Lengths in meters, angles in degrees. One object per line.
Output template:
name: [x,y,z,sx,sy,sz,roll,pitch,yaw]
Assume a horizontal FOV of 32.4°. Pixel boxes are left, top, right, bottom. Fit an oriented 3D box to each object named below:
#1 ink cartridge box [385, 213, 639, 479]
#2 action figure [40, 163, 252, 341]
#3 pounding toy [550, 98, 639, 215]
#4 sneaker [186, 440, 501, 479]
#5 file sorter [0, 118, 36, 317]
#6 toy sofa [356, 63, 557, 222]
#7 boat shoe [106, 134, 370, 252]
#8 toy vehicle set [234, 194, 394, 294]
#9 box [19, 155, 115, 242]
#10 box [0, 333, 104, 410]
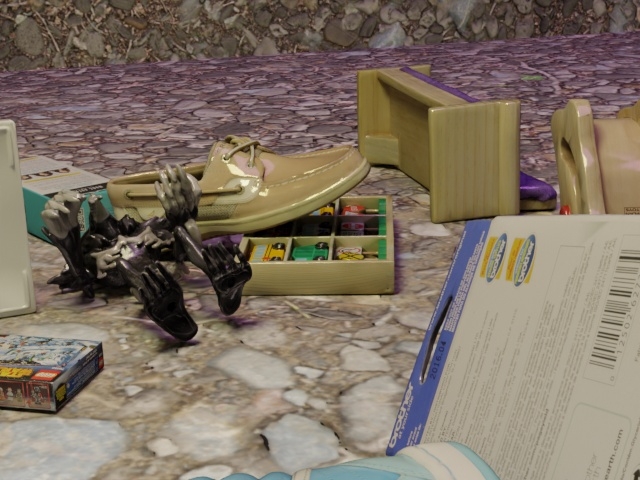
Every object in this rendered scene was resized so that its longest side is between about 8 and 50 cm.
ink cartridge box: [0.140,0.079,0.636,0.065,0.185,0.311,20,-5,-18]
action figure: [-0.182,-0.002,1.096,0.164,0.141,0.276,-25,28,-28]
pounding toy: [0.297,-0.002,0.986,0.155,0.269,0.154,-2,-23,0]
sneaker: [0.014,0.189,0.481,0.208,0.127,0.319,-3,7,-12]
file sorter: [-0.446,-0.020,1.091,0.278,0.192,0.173,-9,16,-22]
toy sofa: [0.178,-0.146,1.505,0.177,0.150,0.362,-7,18,-12]
boat shoe: [-0.096,-0.065,1.233,0.302,0.098,0.109,-14,16,16]
toy vehicle set: [0.000,0.000,1.238,0.166,0.035,0.267,-1,17,3]
box: [-0.348,-0.055,1.410,0.101,0.060,0.244,-15,21,-36]
box: [-0.264,0.108,0.926,0.137,0.027,0.094,3,16,14]
